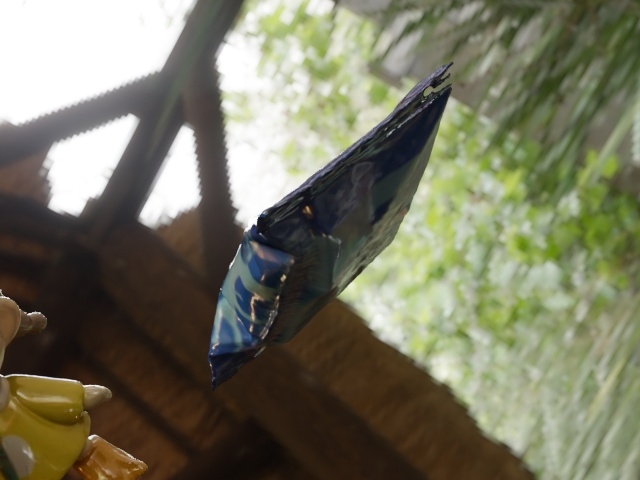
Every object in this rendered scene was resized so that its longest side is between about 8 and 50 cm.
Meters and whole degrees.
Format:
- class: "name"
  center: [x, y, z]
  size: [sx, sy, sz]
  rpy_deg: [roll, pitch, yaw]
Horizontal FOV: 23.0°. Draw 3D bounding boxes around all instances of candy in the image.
- class: "candy"
  center: [0.000, 0.000, 1.170]
  size: [0.077, 0.187, 0.331]
  rpy_deg: [46, 157, 8]

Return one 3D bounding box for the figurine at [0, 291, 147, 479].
- class: "figurine"
  center: [-0.329, 0.134, 1.409]
  size: [0.344, 0.215, 0.187]
  rpy_deg: [51, 174, -23]
